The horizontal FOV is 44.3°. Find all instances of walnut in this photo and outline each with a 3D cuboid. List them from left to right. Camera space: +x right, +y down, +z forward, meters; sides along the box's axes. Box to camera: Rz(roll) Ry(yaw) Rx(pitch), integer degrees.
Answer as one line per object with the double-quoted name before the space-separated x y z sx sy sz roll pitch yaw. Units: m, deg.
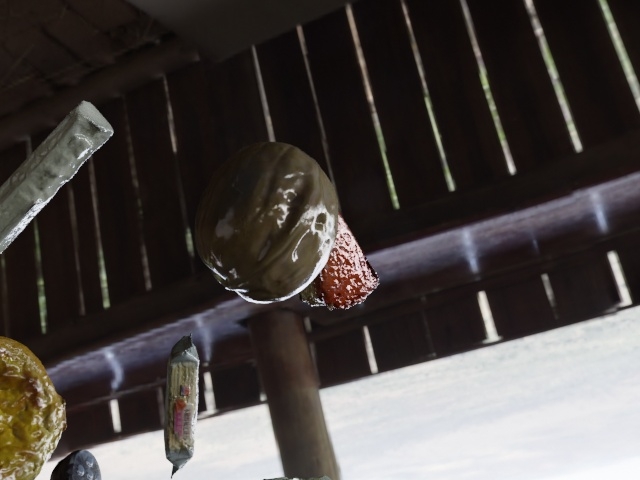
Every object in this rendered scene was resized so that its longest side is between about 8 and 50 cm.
"walnut" -0.051 -0.020 0.775 0.140 0.162 0.140 29 164 9

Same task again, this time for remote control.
"remote control" -0.349 0.430 1.118 0.066 0.266 0.090 -28 140 14

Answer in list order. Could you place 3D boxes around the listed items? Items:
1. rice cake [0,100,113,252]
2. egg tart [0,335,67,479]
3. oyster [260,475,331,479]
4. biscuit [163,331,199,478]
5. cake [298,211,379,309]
"rice cake" -0.372 -0.071 1.019 0.256 0.057 0.052 -45 -167 8
"egg tart" -0.669 0.349 1.508 0.341 0.341 0.129 3 154 -39
"oyster" -0.107 0.338 0.658 0.351 0.162 0.158 -51 -178 -10
"biscuit" -0.334 0.387 1.883 0.079 0.309 0.186 2 -176 -9
"cake" -0.012 0.013 1.250 0.116 0.220 0.086 -42 -164 -32
